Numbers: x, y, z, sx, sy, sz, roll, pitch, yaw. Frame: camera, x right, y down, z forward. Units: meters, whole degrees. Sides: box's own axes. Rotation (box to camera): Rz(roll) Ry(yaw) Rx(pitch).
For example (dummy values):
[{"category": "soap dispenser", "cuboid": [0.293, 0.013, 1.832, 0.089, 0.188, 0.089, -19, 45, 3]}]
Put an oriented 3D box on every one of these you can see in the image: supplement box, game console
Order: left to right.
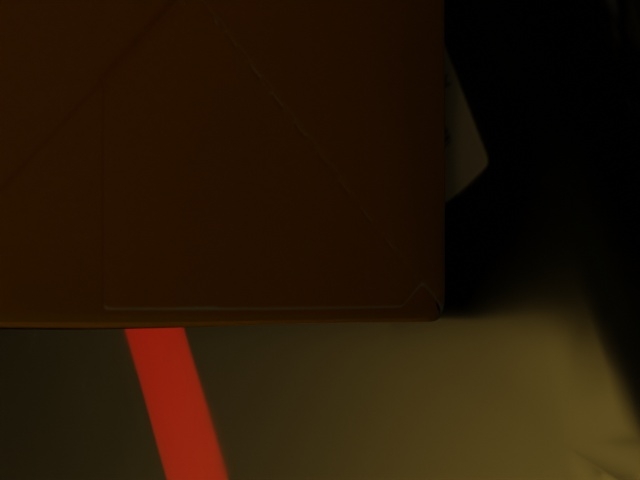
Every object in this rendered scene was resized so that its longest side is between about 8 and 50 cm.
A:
[{"category": "supplement box", "cuboid": [-0.081, -0.075, 0.412, 0.194, 0.129, 0.191, -2, 87, 54]}, {"category": "game console", "cuboid": [-0.033, 0.016, 0.503, 0.342, 0.060, 0.386, -45, 55, 43]}]
